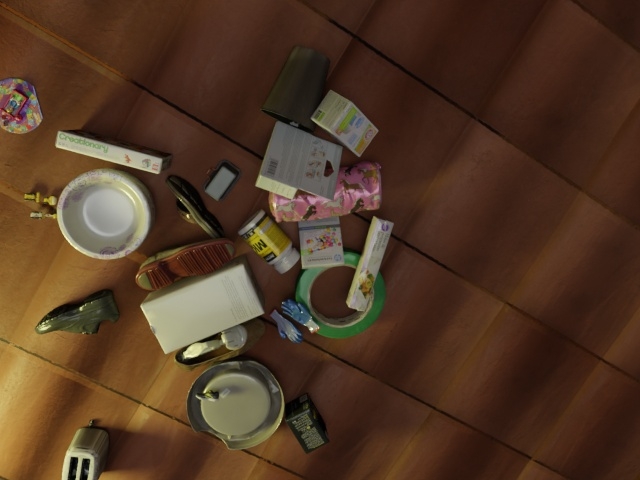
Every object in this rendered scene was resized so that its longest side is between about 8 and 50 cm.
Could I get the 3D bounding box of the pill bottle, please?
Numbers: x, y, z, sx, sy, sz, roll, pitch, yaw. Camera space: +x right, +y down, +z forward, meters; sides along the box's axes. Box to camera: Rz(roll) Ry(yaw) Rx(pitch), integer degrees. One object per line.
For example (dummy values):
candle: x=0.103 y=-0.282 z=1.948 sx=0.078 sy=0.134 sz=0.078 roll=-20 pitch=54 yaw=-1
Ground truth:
pill bottle: x=-0.172 y=0.006 z=1.809 sx=0.119 sy=0.119 sz=0.208 roll=-42 pitch=103 yaw=4

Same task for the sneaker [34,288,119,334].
sneaker: x=-0.825 y=0.274 z=1.808 sx=0.286 sy=0.109 sz=0.130 roll=-19 pitch=110 yaw=0

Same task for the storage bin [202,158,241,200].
storage bin: x=-0.334 y=-0.199 z=1.759 sx=0.098 sy=0.091 sz=0.135 roll=36 pitch=96 yaw=-13

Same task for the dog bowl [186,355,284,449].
dog bowl: x=-0.307 y=0.580 z=1.935 sx=0.348 sy=0.102 sz=0.349 roll=-1 pitch=102 yaw=-7

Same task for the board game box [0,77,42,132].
board game box: x=-0.960 y=-0.423 z=1.666 sx=0.133 sy=0.033 sz=0.169 roll=-10 pitch=104 yaw=-4

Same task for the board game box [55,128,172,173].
board game box: x=-0.632 y=-0.280 z=1.654 sx=0.304 sy=0.193 sz=0.053 roll=14 pitch=101 yaw=-10

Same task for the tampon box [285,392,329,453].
tampon box: x=-0.051 y=0.680 z=1.976 sx=0.101 sy=0.120 sz=0.161 roll=-28 pitch=105 yaw=1

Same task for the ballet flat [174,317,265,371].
ballet flat: x=-0.361 y=0.363 z=1.859 sx=0.342 sy=0.124 sz=0.116 roll=-21 pitch=72 yaw=1

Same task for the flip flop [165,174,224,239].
flip flop: x=-0.428 y=-0.096 z=1.774 sx=0.080 sy=0.112 sz=0.277 roll=-31 pitch=110 yaw=16

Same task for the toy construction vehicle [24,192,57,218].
toy construction vehicle: x=-0.917 y=-0.114 z=1.745 sx=0.098 sy=0.035 sz=0.086 roll=1 pitch=92 yaw=-9

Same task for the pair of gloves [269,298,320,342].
pair of gloves: x=-0.099 y=0.290 z=1.882 sx=0.159 sy=0.023 sz=0.198 roll=46 pitch=131 yaw=-4

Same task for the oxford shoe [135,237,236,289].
oxford shoe: x=-0.449 y=0.048 z=1.772 sx=0.347 sy=0.130 sz=0.123 roll=-17 pitch=127 yaw=3

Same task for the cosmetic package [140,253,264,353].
cosmetic package: x=-0.393 y=0.213 z=1.813 sx=0.365 sy=0.155 sz=0.197 roll=-21 pitch=104 yaw=-1

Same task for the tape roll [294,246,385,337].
tape roll: x=0.069 y=0.187 z=1.901 sx=0.320 sy=0.077 sz=0.322 roll=-1 pitch=103 yaw=-5

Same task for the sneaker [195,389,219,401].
sneaker: x=-0.393 y=0.538 z=1.851 sx=0.083 sy=0.031 sz=0.035 roll=12 pitch=88 yaw=-13

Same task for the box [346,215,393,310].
box: x=0.167 y=0.080 z=1.815 sx=0.063 sy=0.067 sz=0.324 roll=15 pitch=98 yaw=-11

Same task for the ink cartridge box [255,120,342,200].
ink cartridge box: x=-0.062 y=-0.243 z=1.701 sx=0.238 sy=0.275 sz=0.060 roll=20 pitch=138 yaw=-11

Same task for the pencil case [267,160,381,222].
pencil case: x=0.017 y=-0.165 z=1.775 sx=0.385 sy=0.160 sz=0.167 roll=-7 pitch=128 yaw=-5

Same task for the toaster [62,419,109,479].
toaster: x=-0.838 y=0.778 z=1.896 sx=0.129 sy=0.146 sz=0.227 roll=12 pitch=101 yaw=-10

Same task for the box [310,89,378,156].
box: x=0.081 y=-0.373 z=1.706 sx=0.114 sy=0.103 sz=0.203 roll=-53 pitch=145 yaw=5

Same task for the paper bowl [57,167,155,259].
paper bowl: x=-0.680 y=-0.091 z=1.715 sx=0.283 sy=0.148 sz=0.285 roll=-1 pitch=102 yaw=-7

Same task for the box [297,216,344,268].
box: x=0.000 y=0.000 z=1.821 sx=0.145 sy=0.038 sz=0.187 roll=-5 pitch=72 yaw=-3

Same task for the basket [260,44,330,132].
basket: x=-0.067 y=-0.487 z=1.692 sx=0.204 sy=0.154 sz=0.227 roll=16 pitch=96 yaw=-44
